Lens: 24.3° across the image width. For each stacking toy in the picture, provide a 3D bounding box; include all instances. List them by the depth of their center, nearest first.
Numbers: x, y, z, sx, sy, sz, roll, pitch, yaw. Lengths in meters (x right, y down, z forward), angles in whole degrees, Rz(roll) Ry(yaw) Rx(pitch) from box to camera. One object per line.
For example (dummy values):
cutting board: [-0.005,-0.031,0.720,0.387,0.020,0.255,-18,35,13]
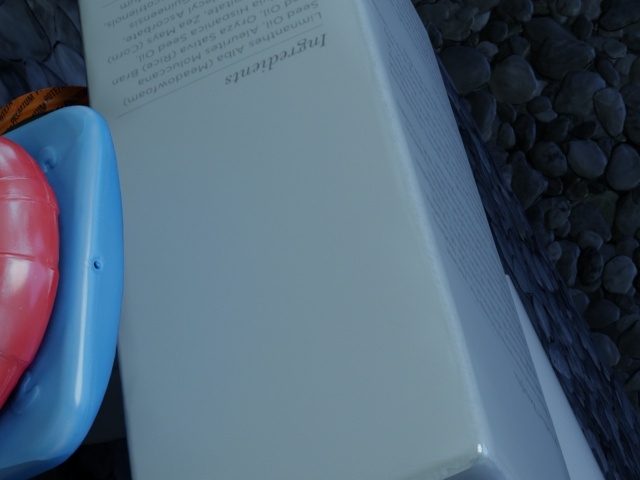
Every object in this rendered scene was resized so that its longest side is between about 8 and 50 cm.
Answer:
stacking toy: [-0.236,-0.008,0.579,0.302,0.165,0.175,28,52,-45]

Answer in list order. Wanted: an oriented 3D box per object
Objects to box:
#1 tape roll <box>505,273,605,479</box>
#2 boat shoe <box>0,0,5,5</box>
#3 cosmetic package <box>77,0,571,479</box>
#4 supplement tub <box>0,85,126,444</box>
tape roll: [0.053,0.147,1.015,0.169,0.246,0.246,66,17,4]
boat shoe: [-0.251,-0.162,0.858,0.070,0.077,0.219,64,9,-3]
cosmetic package: [0.000,0.000,0.804,0.230,0.161,0.453,54,18,-49]
supplement tub: [-0.138,0.011,0.860,0.117,0.117,0.190,40,30,-54]
